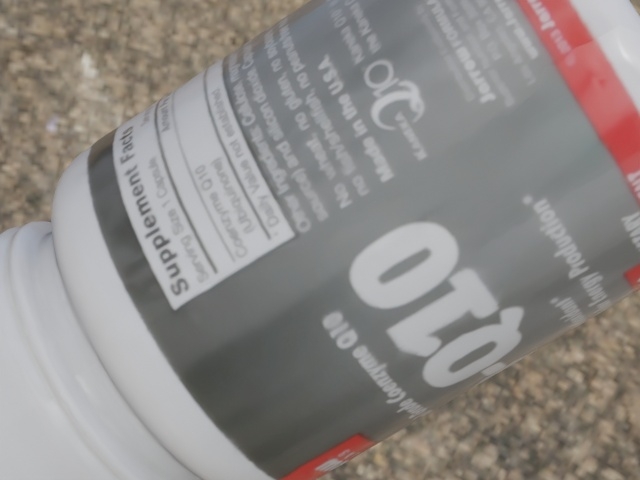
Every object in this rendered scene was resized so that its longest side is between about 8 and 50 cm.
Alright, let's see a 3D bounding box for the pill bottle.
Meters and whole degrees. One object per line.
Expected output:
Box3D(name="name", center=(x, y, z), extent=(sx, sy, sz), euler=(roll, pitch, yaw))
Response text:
Box3D(name="pill bottle", center=(0.000, 0.000, 0.527), extent=(0.161, 0.283, 0.161), euler=(55, 11, -16))
